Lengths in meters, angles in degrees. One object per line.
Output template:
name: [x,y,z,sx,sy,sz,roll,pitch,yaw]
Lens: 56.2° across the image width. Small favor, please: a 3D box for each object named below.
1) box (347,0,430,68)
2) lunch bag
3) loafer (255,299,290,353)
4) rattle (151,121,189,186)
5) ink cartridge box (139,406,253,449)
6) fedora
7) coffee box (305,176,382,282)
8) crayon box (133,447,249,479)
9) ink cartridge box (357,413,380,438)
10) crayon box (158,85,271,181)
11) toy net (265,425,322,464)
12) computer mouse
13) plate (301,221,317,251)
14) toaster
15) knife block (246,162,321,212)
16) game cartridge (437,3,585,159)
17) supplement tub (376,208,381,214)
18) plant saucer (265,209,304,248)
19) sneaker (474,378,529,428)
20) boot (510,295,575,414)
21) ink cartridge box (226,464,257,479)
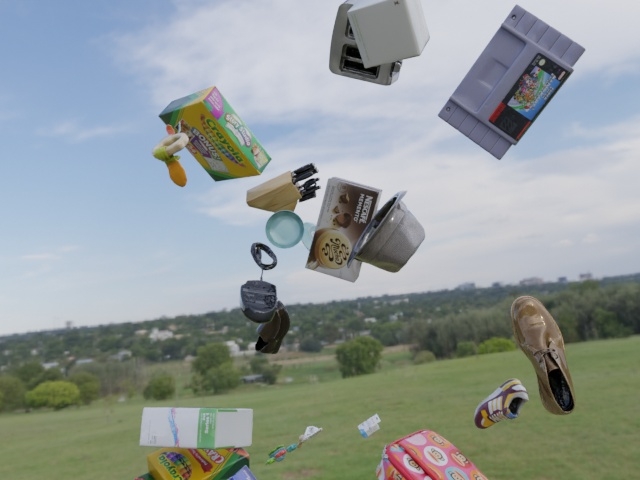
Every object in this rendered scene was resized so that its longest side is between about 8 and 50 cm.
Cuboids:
box: [0.115,-0.354,0.988,0.101,0.101,0.087,-6,32,27]
lunch bag: [0.280,0.610,1.463,0.258,0.120,0.293,-1,30,-45]
loafer: [-0.153,0.279,1.848,0.078,0.080,0.220,-10,-48,-32]
rattle: [-0.455,-0.283,1.923,0.130,0.143,0.200,-42,26,7]
ink cartridge box: [-0.377,0.569,1.828,0.278,0.117,0.201,-6,-17,24]
fedora: [0.179,-0.002,1.509,0.124,0.244,0.275,36,5,-2]
coffee box: [0.076,-0.038,1.899,0.168,0.297,0.119,17,11,9]
crayon box: [-0.414,0.730,1.931,0.318,0.081,0.202,-18,32,-38]
ink cartridge box: [0.181,0.670,2.164,0.083,0.028,0.048,-33,23,-2]
crayon box: [-0.411,-0.402,2.343,0.313,0.106,0.363,0,-42,47]
toy net: [-0.101,0.736,2.183,0.232,0.045,0.122,-38,-25,7]
computer mouse: [-0.118,0.081,1.151,0.071,0.041,0.242,10,31,-9]
plate: [0.000,0.000,2.263,0.188,0.188,0.024,5,-40,-47]
toaster: [0.108,-0.463,1.381,0.185,0.168,0.110,16,29,9]
knife block: [-0.144,-0.226,2.439,0.275,0.088,0.242,13,-55,-14]
game cartridge: [0.515,-0.424,1.635,0.355,0.230,0.068,-56,-19,20]
supplement tub: [0.237,-0.025,2.232,0.144,0.145,0.200,-9,20,16]
plant saucer: [-0.108,-0.032,1.818,0.119,0.120,0.021,-6,-13,-2]
sneaker: [0.496,0.468,1.651,0.069,0.186,0.084,25,22,-19]
boot: [0.563,0.279,1.487,0.112,0.306,0.115,-18,-16,8]
ink cartridge box: [-0.238,0.667,1.336,0.332,0.165,0.065,-34,-14,-35]
